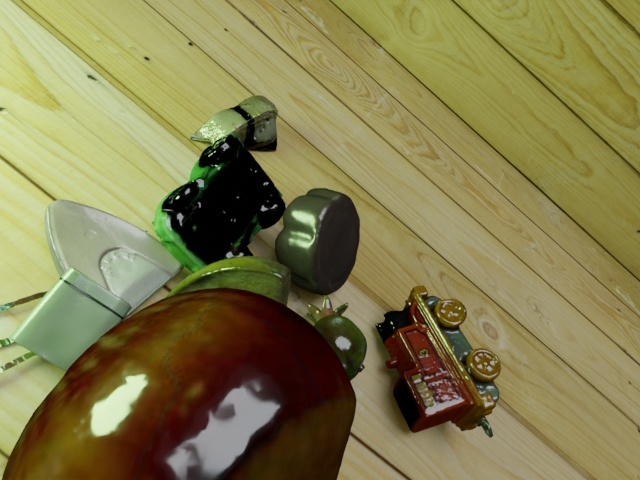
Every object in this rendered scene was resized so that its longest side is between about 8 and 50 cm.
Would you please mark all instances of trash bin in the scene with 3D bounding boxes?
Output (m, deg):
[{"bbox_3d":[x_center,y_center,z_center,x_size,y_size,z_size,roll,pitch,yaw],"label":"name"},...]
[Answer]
[{"bbox_3d":[-0.387,0.127,0.697,0.116,0.059,0.130,37,66,-13],"label":"trash bin"}]

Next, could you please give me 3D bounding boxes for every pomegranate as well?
[{"bbox_3d":[0.025,0.216,0.957,0.131,0.152,0.191,14,29,-22],"label":"pomegranate"}]

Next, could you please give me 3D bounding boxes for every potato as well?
[{"bbox_3d":[-0.127,0.118,0.807,0.269,0.255,0.112,33,31,-14],"label":"potato"}]

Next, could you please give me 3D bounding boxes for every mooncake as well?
[{"bbox_3d":[0.000,0.000,1.043,0.133,0.245,0.245,18,33,27],"label":"mooncake"}]

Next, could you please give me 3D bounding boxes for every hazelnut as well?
[{"bbox_3d":[-0.160,0.276,0.597,0.402,0.402,0.429,40,58,-6],"label":"hazelnut"}]

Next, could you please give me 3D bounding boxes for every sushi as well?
[{"bbox_3d":[-0.221,-0.324,1.209,0.273,0.109,0.134,-16,68,-44],"label":"sushi"}]

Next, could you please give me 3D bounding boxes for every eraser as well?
[{"bbox_3d":[-0.406,0.026,0.818,0.243,0.059,0.204,46,42,-4],"label":"eraser"}]

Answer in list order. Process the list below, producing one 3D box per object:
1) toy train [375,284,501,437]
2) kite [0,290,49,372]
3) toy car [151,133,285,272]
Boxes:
[{"bbox_3d":[0.269,0.294,1.045,0.231,0.163,0.369,-12,52,-18],"label":"toy train"},{"bbox_3d":[-0.528,0.156,0.651,0.169,0.015,0.310,50,42,7],"label":"kite"},{"bbox_3d":[-0.216,-0.082,0.973,0.213,0.176,0.359,51,45,-27],"label":"toy car"}]
